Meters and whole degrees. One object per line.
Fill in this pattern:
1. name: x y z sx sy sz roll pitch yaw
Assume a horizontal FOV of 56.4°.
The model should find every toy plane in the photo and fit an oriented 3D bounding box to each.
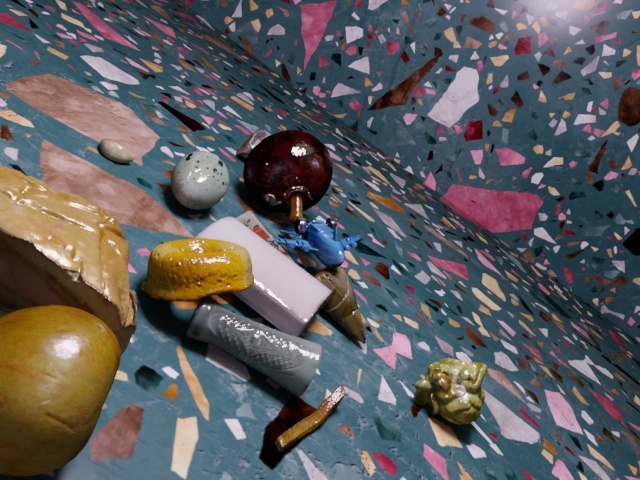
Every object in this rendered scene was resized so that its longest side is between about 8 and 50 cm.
1. toy plane: 0.000 0.000 1.397 0.253 0.105 0.271 -1 6 -20

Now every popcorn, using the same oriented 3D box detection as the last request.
1. popcorn: 0.273 0.311 1.235 0.142 0.162 0.135 59 -12 1

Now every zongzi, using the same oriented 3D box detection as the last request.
1. zongzi: 0.057 0.135 1.340 0.176 0.078 0.160 46 22 1

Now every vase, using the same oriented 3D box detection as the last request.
1. vase: -0.113 0.171 0.997 0.219 0.096 0.096 28 23 -9

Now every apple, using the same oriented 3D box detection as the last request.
1. apple: -0.308 0.156 0.639 0.155 0.183 0.182 21 24 -12

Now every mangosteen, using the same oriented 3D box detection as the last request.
1. mangosteen: -0.077 -0.153 1.543 0.235 0.235 0.262 18 41 -35

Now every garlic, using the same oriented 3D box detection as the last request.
1. garlic: -0.460 -0.203 1.335 0.083 0.041 0.053 31 16 9

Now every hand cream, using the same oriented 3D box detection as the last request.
1. hand cream: -0.121 0.020 1.344 0.080 0.050 0.234 -31 61 -29

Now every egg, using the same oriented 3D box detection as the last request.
1. egg: -0.269 -0.132 1.334 0.131 0.131 0.164 29 21 -14

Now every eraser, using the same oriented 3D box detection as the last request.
1. eraser: -0.117 0.069 1.191 0.270 0.095 0.174 37 22 5

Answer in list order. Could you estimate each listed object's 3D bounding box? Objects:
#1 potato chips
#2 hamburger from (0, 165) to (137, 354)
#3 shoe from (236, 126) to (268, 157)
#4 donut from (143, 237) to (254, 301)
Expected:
1. potato chips: -0.015 0.291 0.967 0.026 0.037 0.204 32 25 22
2. hamburger: -0.382 0.025 0.818 0.329 0.162 0.209 30 20 -7
3. shoe: -0.189 -0.277 1.826 0.092 0.089 0.180 44 23 -10
4. donut: -0.207 0.043 1.019 0.190 0.075 0.174 -4 13 -16
